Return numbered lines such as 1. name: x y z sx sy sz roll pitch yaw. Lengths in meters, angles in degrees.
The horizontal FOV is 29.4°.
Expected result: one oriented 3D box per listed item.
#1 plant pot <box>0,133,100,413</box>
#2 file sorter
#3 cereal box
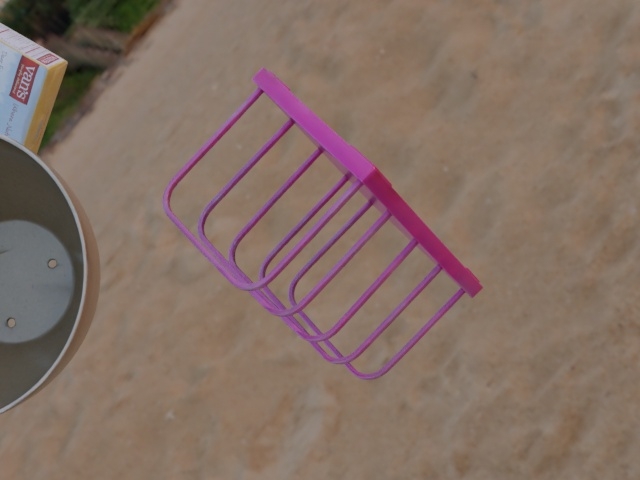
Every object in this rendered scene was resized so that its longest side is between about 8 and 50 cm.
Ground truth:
1. plant pot: -0.339 0.036 1.221 0.284 0.284 0.191 -51 -8 3
2. file sorter: 0.000 0.000 1.309 0.182 0.291 0.202 -46 52 1
3. cereal box: -0.421 -0.184 1.398 0.173 0.240 0.047 -63 -8 28
